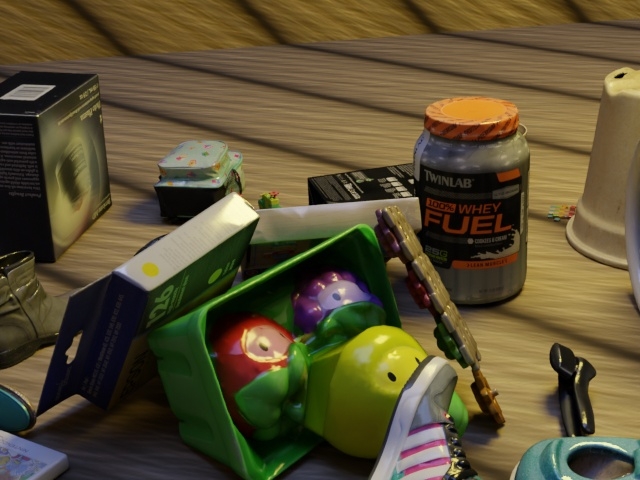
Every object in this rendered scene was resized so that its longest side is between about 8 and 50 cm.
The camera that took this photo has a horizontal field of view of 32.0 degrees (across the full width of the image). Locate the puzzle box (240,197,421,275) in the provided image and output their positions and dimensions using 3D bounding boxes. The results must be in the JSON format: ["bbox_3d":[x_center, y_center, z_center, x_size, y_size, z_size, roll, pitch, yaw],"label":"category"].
[{"bbox_3d":[0.000,0.000,1.820,0.272,0.052,0.409,-4,-8,-4],"label":"puzzle box"}]

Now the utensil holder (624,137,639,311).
[{"bbox_3d":[0.701,-0.023,1.701,0.386,0.327,0.327,-3,24,-1],"label":"utensil holder"}]

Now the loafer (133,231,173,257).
[{"bbox_3d":[-0.241,0.015,2.057,0.223,0.076,0.078,-21,-7,-23],"label":"loafer"}]

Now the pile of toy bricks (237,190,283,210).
[{"bbox_3d":[-0.093,-0.046,2.120,0.118,0.105,0.212,-14,26,-24],"label":"pile of toy bricks"}]

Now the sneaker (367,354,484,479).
[{"bbox_3d":[0.152,0.268,1.244,0.178,0.123,0.295,14,52,16],"label":"sneaker"}]

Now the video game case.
[{"bbox_3d":[-0.479,0.314,1.442,0.206,0.026,0.227,12,28,31],"label":"video game case"}]

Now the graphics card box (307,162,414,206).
[{"bbox_3d":[0.179,-0.073,2.165,0.371,0.094,0.233,-8,24,-14],"label":"graphics card box"}]

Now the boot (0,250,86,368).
[{"bbox_3d":[-0.454,0.087,1.790,0.083,0.161,0.246,13,28,32],"label":"boot"}]

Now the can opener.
[{"bbox_3d":[0.346,0.217,1.532,0.073,0.059,0.186,22,33,-9],"label":"can opener"}]

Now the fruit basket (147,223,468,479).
[{"bbox_3d":[0.013,0.158,1.484,0.392,0.282,0.392,-16,12,3],"label":"fruit basket"}]

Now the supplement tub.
[{"bbox_3d":[0.252,-0.069,1.867,0.194,0.316,0.193,-3,23,1],"label":"supplement tub"}]

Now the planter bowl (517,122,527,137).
[{"bbox_3d":[0.357,-0.185,2.380,0.162,0.109,0.162,-2,24,1],"label":"planter bowl"}]

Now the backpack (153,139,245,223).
[{"bbox_3d":[-0.241,-0.128,2.288,0.166,0.144,0.188,-1,20,18],"label":"backpack"}]

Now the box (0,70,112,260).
[{"bbox_3d":[-0.550,-0.152,2.186,0.183,0.294,0.296,4,25,11],"label":"box"}]

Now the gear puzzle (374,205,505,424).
[{"bbox_3d":[0.163,0.106,1.540,0.044,0.339,0.175,-30,-2,10],"label":"gear puzzle"}]

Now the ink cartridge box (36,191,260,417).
[{"bbox_3d":[-0.238,0.108,1.551,0.072,0.303,0.307,41,48,12],"label":"ink cartridge box"}]

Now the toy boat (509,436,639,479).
[{"bbox_3d":[0.340,0.305,1.207,0.268,0.148,0.318,1,23,8],"label":"toy boat"}]

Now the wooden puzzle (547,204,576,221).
[{"bbox_3d":[0.475,-0.055,2.195,0.049,0.006,0.083,4,25,17],"label":"wooden puzzle"}]

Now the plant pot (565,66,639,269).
[{"bbox_3d":[0.618,-0.145,2.012,0.334,0.305,0.334,-2,24,1],"label":"plant pot"}]

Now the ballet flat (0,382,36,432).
[{"bbox_3d":[-0.480,0.225,1.600,0.206,0.073,0.067,11,13,21],"label":"ballet flat"}]
